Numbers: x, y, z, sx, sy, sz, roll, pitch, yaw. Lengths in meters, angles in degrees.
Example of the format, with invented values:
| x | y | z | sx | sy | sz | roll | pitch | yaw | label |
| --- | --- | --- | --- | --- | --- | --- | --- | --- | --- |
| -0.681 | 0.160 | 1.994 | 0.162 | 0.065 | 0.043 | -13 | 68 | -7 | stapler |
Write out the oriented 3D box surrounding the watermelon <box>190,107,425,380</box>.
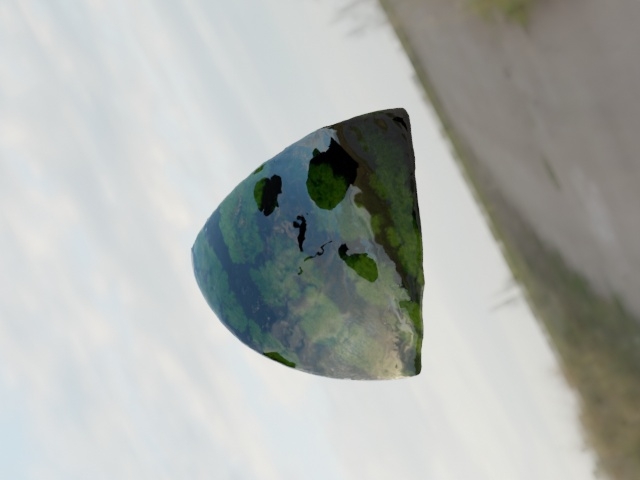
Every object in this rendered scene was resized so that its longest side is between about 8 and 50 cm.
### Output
| x | y | z | sx | sy | sz | roll | pitch | yaw | label |
| --- | --- | --- | --- | --- | --- | --- | --- | --- | --- |
| 0.000 | 0.000 | 0.952 | 0.094 | 0.135 | 0.125 | -23 | -71 | -60 | watermelon |
